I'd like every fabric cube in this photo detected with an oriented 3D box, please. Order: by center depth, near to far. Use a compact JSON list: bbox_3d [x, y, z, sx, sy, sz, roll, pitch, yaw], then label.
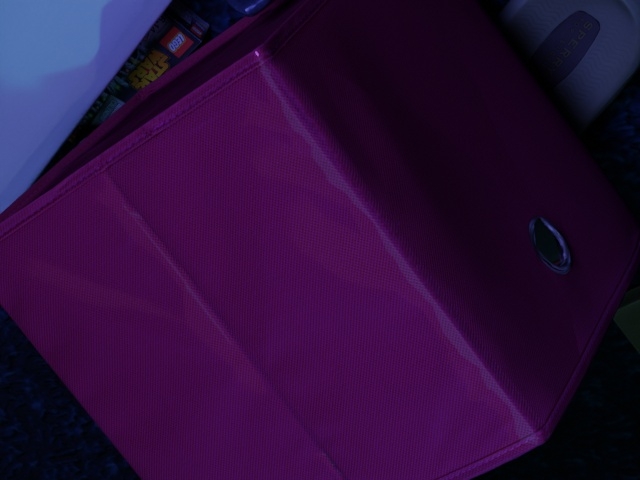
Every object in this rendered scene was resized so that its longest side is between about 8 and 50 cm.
[{"bbox_3d":[0.000,0.000,1.076,0.259,0.254,0.258,-30,102,33],"label":"fabric cube"}]

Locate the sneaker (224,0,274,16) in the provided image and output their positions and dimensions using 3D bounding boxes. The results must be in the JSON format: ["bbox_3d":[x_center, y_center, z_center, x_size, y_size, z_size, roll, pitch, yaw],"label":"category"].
[{"bbox_3d":[-0.110,-0.245,1.028,0.300,0.121,0.111,38,111,-23],"label":"sneaker"}]

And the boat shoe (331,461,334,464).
[{"bbox_3d":[-0.043,0.223,1.422,0.095,0.112,0.335,36,115,9],"label":"boat shoe"}]

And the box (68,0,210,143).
[{"bbox_3d":[-0.155,-0.132,1.252,0.094,0.027,0.137,38,124,-15],"label":"box"}]

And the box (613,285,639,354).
[{"bbox_3d":[0.332,0.064,1.273,0.201,0.021,0.164,-28,114,29],"label":"box"}]

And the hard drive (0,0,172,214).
[{"bbox_3d":[-0.206,-0.204,1.167,0.233,0.047,0.353,36,116,-12],"label":"hard drive"}]

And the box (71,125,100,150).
[{"bbox_3d":[-0.070,-0.002,1.296,0.191,0.045,0.184,-4,128,7],"label":"box"}]

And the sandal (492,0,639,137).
[{"bbox_3d":[0.111,-0.058,1.201,0.120,0.086,0.303,27,126,-5],"label":"sandal"}]
